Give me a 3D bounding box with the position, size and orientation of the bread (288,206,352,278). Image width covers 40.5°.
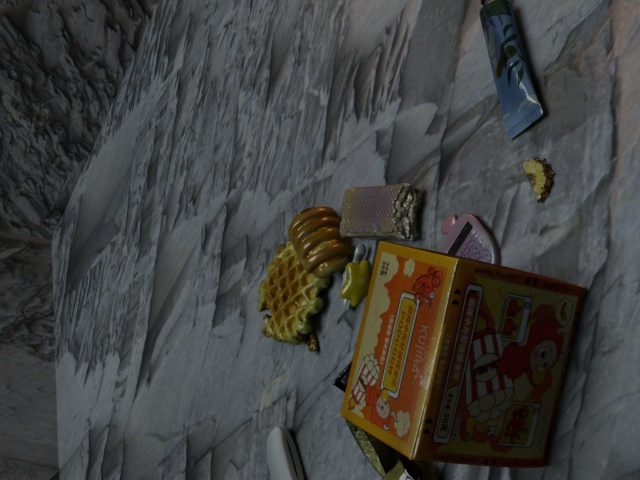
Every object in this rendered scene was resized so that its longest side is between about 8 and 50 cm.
[{"bbox_3d":[0.000,0.000,1.875,0.119,0.084,0.177,-27,47,1],"label":"bread"}]

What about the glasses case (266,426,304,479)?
[{"bbox_3d":[-0.077,0.495,1.884,0.076,0.049,0.197,-58,35,32],"label":"glasses case"}]

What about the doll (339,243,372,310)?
[{"bbox_3d":[0.075,0.072,1.779,0.113,0.071,0.135,133,148,-70],"label":"doll"}]

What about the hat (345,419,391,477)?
[{"bbox_3d":[0.109,0.362,1.610,0.146,0.067,0.146,56,167,21],"label":"hat"}]

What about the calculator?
[{"bbox_3d":[0.258,0.013,1.513,0.103,0.024,0.166,-61,36,28],"label":"calculator"}]

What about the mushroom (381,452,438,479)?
[{"bbox_3d":[0.114,0.520,1.518,0.107,0.087,0.333,47,122,54],"label":"mushroom"}]

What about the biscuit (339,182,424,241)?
[{"bbox_3d":[0.119,-0.054,1.739,0.238,0.061,0.108,2,83,61],"label":"biscuit"}]

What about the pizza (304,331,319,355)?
[{"bbox_3d":[-0.022,0.224,1.923,0.037,0.016,0.083,-61,33,25],"label":"pizza"}]

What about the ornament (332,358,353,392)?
[{"bbox_3d":[0.126,0.292,1.601,0.203,0.088,0.081,31,82,46],"label":"ornament"}]

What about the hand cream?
[{"bbox_3d":[0.323,-0.313,1.494,0.091,0.058,0.272,-39,53,52],"label":"hand cream"}]

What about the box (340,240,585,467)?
[{"bbox_3d":[0.213,0.169,1.295,0.213,0.259,0.284,13,91,58],"label":"box"}]

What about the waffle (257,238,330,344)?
[{"bbox_3d":[-0.068,0.111,1.991,0.261,0.056,0.250,10,83,60],"label":"waffle"}]

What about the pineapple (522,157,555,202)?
[{"bbox_3d":[0.353,-0.105,1.398,0.045,0.019,0.083,-55,37,44],"label":"pineapple"}]
